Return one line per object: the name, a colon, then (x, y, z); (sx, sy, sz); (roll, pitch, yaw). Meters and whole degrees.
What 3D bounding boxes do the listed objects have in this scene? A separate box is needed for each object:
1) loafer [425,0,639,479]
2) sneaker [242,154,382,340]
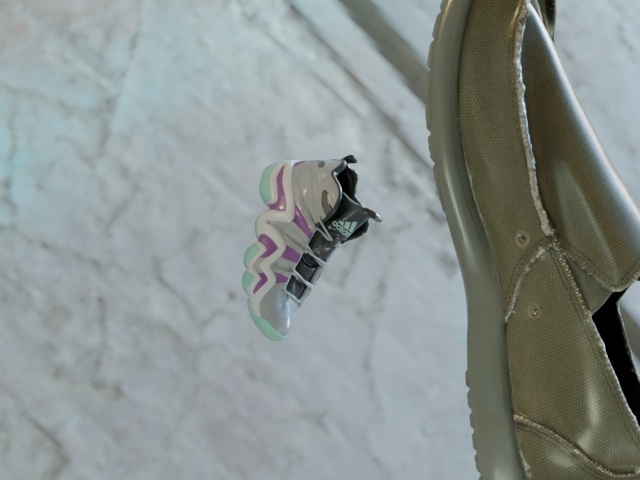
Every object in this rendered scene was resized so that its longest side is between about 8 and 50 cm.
loafer: (0.105, -0.004, 0.842); (0.094, 0.087, 0.251); (-21, 104, -68)
sneaker: (0.000, 0.000, 0.976); (0.038, 0.069, 0.098); (35, 52, -51)
